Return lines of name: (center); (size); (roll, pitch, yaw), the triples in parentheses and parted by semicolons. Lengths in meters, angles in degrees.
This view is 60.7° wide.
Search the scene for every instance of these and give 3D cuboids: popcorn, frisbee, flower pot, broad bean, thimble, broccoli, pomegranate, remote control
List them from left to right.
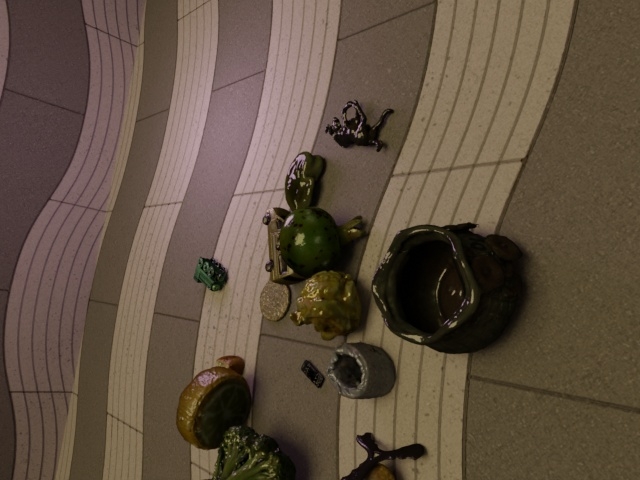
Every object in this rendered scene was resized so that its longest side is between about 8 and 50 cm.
broccoli: (-0.221, 0.680, 1.543); (0.304, 0.283, 0.321); (17, 111, 39)
broad bean: (-0.062, -0.185, 1.763); (0.153, 0.072, 0.206); (29, 102, 54)
remote control: (-0.023, 0.390, 1.600); (0.096, 0.014, 0.039); (37, 107, 45)
pomegranate: (0.000, 0.000, 1.570); (0.263, 0.211, 0.210); (-11, 66, 4)
popcorn: (0.020, 0.176, 1.493); (0.167, 0.186, 0.187); (-138, 59, -64)
thimble: (0.101, 0.333, 1.402); (0.151, 0.118, 0.127); (29, 103, 48)
frisbee: (0.125, 0.514, 1.323); (0.187, 0.211, 0.012); (-159, 50, -71)
flower pot: (0.282, 0.093, 1.197); (0.302, 0.213, 0.301); (-16, 68, 45)

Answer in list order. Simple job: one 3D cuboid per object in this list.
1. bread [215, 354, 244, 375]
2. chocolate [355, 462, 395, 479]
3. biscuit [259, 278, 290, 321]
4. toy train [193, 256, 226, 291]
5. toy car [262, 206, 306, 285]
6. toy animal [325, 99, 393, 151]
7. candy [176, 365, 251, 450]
bread: (-0.312, 0.433, 1.867); (0.083, 0.070, 0.076); (10, 88, 46)
chocolate: (0.092, 0.676, 1.311); (0.134, 0.134, 0.309); (24, 94, 48)
biscuit: (-0.150, 0.193, 1.793); (0.152, 0.020, 0.152); (-16, 67, 43)
toy train: (-0.419, 0.130, 2.078); (0.170, 0.071, 0.111); (34, 114, 46)
toy car: (-0.104, 0.008, 1.735); (0.124, 0.101, 0.256); (-21, 66, 38)
toy animal: (0.114, -0.334, 1.621); (0.233, 0.085, 0.148); (29, 118, 42)
candy: (-0.335, 0.527, 1.729); (0.118, 0.260, 0.259); (14, 90, 37)
